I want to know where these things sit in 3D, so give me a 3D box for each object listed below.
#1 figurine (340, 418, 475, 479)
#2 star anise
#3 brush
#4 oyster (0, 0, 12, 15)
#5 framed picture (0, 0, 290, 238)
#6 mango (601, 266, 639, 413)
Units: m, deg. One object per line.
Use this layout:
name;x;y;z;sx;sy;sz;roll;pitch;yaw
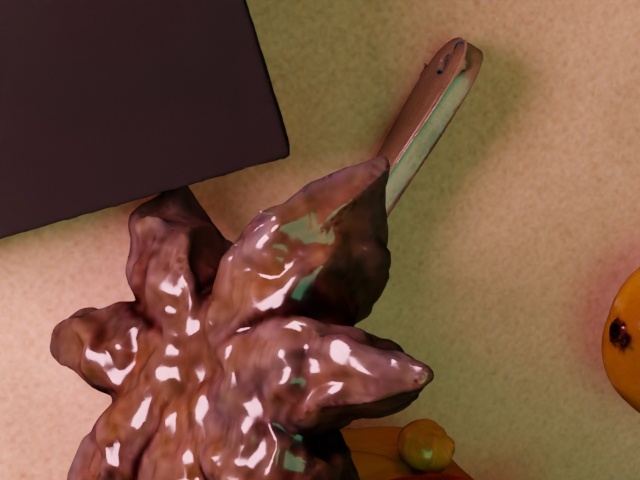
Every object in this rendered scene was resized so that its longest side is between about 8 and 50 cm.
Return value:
figurine;0.042;0.258;1.123;0.320;0.196;0.323;-27;119;0
star anise;-0.050;0.070;0.990;0.108;0.315;0.315;13;100;-40
brush;0.000;0.000;1.111;0.065;0.070;0.327;32;91;-15
oyster;-0.196;-0.200;0.946;0.198;0.112;0.267;34;105;-23
framed picture;-0.207;-0.102;0.939;0.339;0.014;0.255;-16;128;2
mango;0.321;0.061;1.221;0.262;0.109;0.157;-6;97;-24
